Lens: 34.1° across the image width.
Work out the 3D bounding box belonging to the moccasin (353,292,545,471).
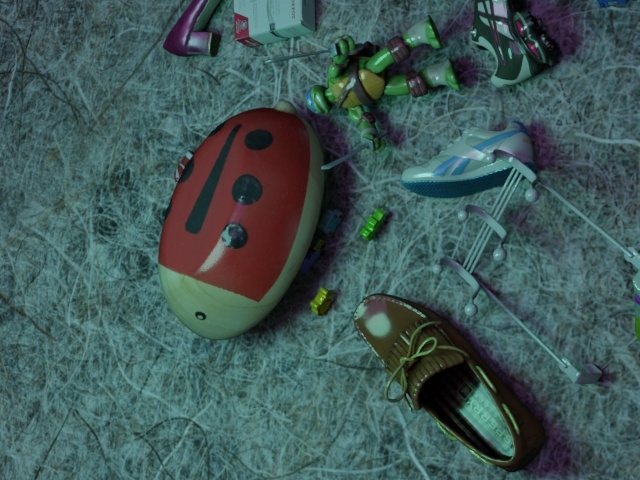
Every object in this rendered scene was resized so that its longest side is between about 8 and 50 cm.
[{"bbox_3d":[0.188,0.224,1.676,0.139,0.147,0.380,-47,63,14],"label":"moccasin"}]

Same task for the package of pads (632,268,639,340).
[{"bbox_3d":[0.570,0.152,1.429,0.101,0.229,0.296,-47,61,-6],"label":"package of pads"}]

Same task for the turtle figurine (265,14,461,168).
[{"bbox_3d":[0.091,-0.254,1.768,0.266,0.275,0.198,-22,87,15],"label":"turtle figurine"}]

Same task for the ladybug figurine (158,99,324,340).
[{"bbox_3d":[-0.156,-0.047,1.850,0.305,0.162,0.449,16,84,39],"label":"ladybug figurine"}]

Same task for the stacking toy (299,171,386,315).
[{"bbox_3d":[0.000,0.000,1.878,0.167,0.052,0.221,38,99,27],"label":"stacking toy"}]

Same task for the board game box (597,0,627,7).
[{"bbox_3d":[0.439,-0.496,1.647,0.047,0.160,0.210,-7,79,28],"label":"board game box"}]

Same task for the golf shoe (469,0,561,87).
[{"bbox_3d":[0.291,-0.388,1.748,0.120,0.105,0.273,-32,67,29],"label":"golf shoe"}]

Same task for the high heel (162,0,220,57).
[{"bbox_3d":[-0.246,-0.486,2.074,0.117,0.082,0.244,11,100,20],"label":"high heel"}]

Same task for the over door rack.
[{"bbox_3d":[0.334,0.040,1.610,0.324,0.108,0.239,40,122,28],"label":"over door rack"}]

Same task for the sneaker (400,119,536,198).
[{"bbox_3d":[0.243,-0.133,1.747,0.229,0.087,0.092,-12,69,20],"label":"sneaker"}]

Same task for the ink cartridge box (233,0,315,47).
[{"bbox_3d":[-0.087,-0.439,1.985,0.150,0.063,0.109,-7,78,28],"label":"ink cartridge box"}]

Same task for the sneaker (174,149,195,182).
[{"bbox_3d":[-0.240,-0.119,2.031,0.067,0.042,0.118,-51,55,8],"label":"sneaker"}]
